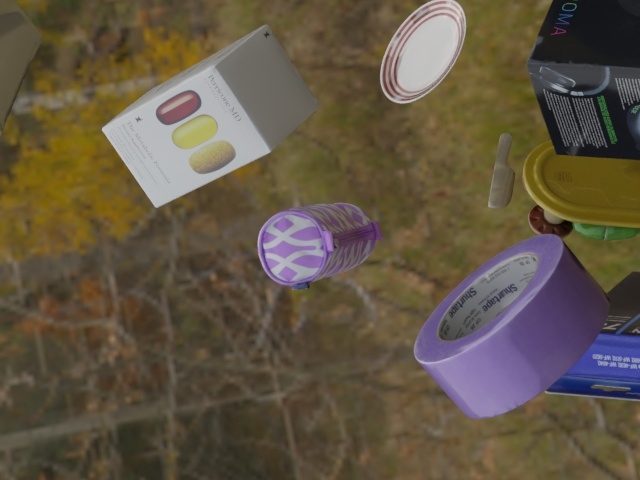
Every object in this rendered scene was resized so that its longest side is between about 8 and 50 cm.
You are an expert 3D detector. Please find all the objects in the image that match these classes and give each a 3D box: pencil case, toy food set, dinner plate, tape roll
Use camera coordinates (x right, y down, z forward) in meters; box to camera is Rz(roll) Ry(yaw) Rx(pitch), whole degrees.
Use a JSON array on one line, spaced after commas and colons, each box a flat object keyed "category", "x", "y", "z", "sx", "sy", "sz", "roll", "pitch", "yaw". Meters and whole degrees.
[{"category": "pencil case", "x": 0.000, "y": 0.000, "z": 1.693, "sx": 0.206, "sy": 0.088, "sz": 0.086, "roll": -19, "pitch": -89, "yaw": -74}, {"category": "toy food set", "x": 0.289, "y": -0.047, "z": 1.710, "sx": 0.071, "sy": 0.217, "sz": 0.128, "roll": 97, "pitch": 178, "yaw": -48}, {"category": "dinner plate", "x": 0.127, "y": -0.226, "z": 1.856, "sx": 0.141, "sy": 0.017, "sz": 0.141, "roll": -31, "pitch": 45, "yaw": 38}, {"category": "tape roll", "x": 0.190, "y": 0.085, "z": 1.541, "sx": 0.080, "sy": 0.189, "sz": 0.189, "roll": 48, "pitch": 180, "yaw": -14}]

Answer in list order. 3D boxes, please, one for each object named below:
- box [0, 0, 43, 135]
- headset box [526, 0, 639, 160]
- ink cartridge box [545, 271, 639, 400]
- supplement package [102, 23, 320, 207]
[{"category": "box", "x": -0.473, "y": -0.134, "z": 1.519, "sx": 0.168, "sy": 0.345, "sz": 0.215, "roll": 52, "pitch": -158, "yaw": -26}, {"category": "headset box", "x": 0.373, "y": -0.199, "z": 1.435, "sx": 0.246, "sy": 0.283, "sz": 0.131, "roll": -63, "pitch": -35, "yaw": -29}, {"category": "ink cartridge box", "x": 0.434, "y": 0.121, "z": 2.048, "sx": 0.332, "sy": 0.165, "sz": 0.065, "roll": -32, "pitch": -61, "yaw": -54}, {"category": "supplement package", "x": -0.147, "y": -0.164, "z": 2.055, "sx": 0.244, "sy": 0.134, "sz": 0.139, "roll": -23, "pitch": 106, "yaw": 43}]
